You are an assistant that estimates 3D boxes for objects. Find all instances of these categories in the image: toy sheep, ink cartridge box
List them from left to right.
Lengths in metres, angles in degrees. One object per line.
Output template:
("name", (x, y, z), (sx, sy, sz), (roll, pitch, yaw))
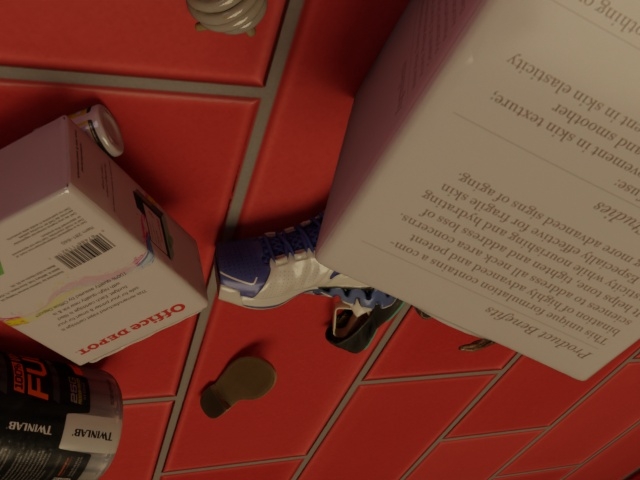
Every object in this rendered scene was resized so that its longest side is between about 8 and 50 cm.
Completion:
("ink cartridge box", (-0.292, 0.016, 0.836), (0.201, 0.117, 0.278), (-25, 142, 10))
("toy sheep", (-0.097, -0.251, 0.710), (0.091, 0.091, 0.132), (-25, 157, 11))

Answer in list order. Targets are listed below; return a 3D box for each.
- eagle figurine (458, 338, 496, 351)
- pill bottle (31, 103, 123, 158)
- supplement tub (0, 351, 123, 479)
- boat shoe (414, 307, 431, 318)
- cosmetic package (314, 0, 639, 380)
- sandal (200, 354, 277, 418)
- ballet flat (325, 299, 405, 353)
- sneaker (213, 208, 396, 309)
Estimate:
("eagle figurine", (0.379, 0.055, 1.247), (0.226, 0.225, 0.298), (-31, 137, -65))
("pill bottle", (-0.297, -0.111, 0.825), (0.116, 0.065, 0.065), (-19, 144, 5))
("supplement tub", (-0.515, 0.287, 1.139), (0.338, 0.207, 0.207), (21, 129, -41))
("boat shoe", (0.220, 0.100, 1.303), (0.066, 0.066, 0.183), (-5, 142, -15))
("cosmetic package", (0.237, -0.137, 0.704), (0.329, 0.327, 0.393), (25, 132, -10))
("sandal", (-0.148, 0.280, 1.407), (0.240, 0.088, 0.079), (-38, 170, 37))
("ballet flat", (0.080, 0.118, 1.255), (0.096, 0.095, 0.280), (11, 137, -16))
("sneaker", (0.001, 0.000, 1.057), (0.315, 0.127, 0.182), (3, 130, -22))
